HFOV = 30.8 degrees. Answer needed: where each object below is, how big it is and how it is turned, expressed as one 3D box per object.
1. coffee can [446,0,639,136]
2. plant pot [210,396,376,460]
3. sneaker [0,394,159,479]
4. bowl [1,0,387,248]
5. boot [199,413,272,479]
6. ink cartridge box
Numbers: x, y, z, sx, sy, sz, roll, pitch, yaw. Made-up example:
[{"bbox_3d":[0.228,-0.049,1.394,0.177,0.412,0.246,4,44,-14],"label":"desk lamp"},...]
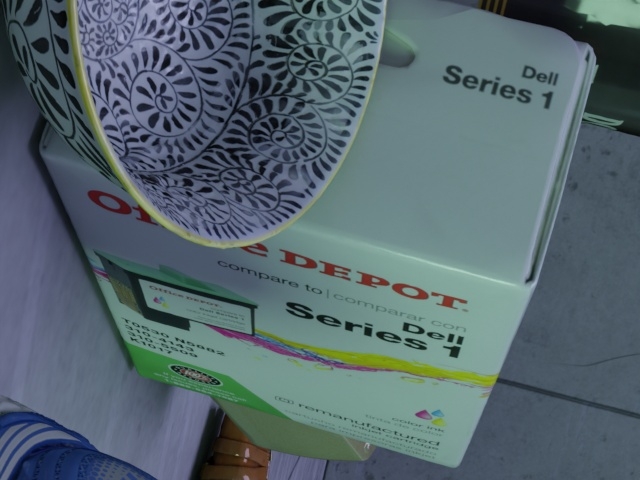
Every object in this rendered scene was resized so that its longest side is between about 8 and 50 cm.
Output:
[{"bbox_3d":[0.096,-0.184,0.680,0.201,0.275,0.201,14,90,-83],"label":"coffee can"},{"bbox_3d":[-0.001,0.080,0.747,0.109,0.096,0.109,-55,137,-20],"label":"plant pot"},{"bbox_3d":[-0.106,0.186,0.304,0.129,0.147,0.330,97,12,-47],"label":"sneaker"},{"bbox_3d":[-0.051,-0.087,0.390,0.170,0.080,0.170,-25,120,-53],"label":"bowl"},{"bbox_3d":[-0.079,0.218,0.969,0.197,0.073,0.152,174,-68,-84],"label":"boot"},{"bbox_3d":[0.000,0.000,0.571,0.278,0.201,0.117,90,18,-65],"label":"ink cartridge box"}]
